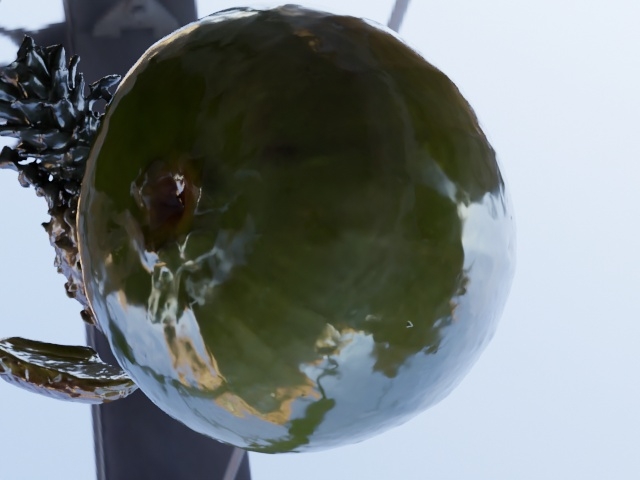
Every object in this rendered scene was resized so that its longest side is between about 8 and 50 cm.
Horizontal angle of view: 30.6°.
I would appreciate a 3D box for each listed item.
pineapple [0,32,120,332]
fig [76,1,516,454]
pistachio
[{"bbox_3d":[-0.190,-0.041,0.979,0.157,0.279,0.158,-29,-156,14],"label":"pineapple"},{"bbox_3d":[0.000,0.000,0.804,0.316,0.316,0.316,2,-127,-2],"label":"fig"},{"bbox_3d":[-0.247,0.132,1.139,0.172,0.049,0.089,14,-167,22],"label":"pistachio"}]
